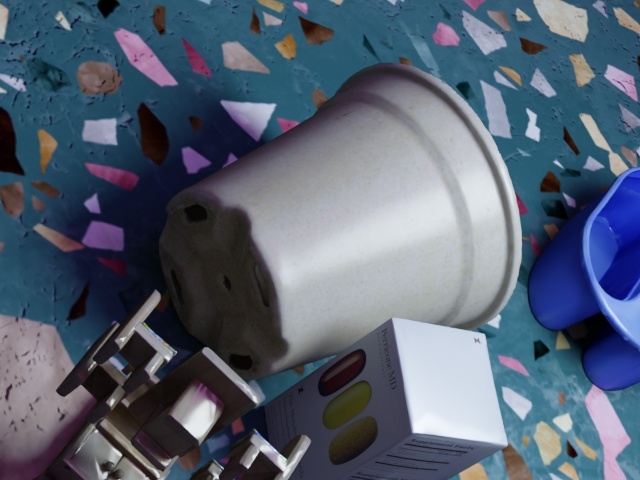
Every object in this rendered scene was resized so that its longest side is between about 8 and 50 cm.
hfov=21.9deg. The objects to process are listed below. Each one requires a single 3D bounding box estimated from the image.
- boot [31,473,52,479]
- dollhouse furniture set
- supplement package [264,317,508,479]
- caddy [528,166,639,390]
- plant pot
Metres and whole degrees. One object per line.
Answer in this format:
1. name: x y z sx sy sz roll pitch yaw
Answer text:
1. boot: -0.284 0.284 1.601 0.106 0.037 0.114 11 58 -51
2. dollhouse furniture set: -0.144 0.169 1.646 0.212 0.242 0.161 44 43 -8
3. supplement package: 0.066 0.200 1.800 0.134 0.244 0.139 12 55 -35
4. caddy: 0.443 0.044 2.270 0.241 0.179 0.341 48 43 -5
5. plant pot: 0.000 0.000 1.858 0.305 0.334 0.334 -23 79 -34
